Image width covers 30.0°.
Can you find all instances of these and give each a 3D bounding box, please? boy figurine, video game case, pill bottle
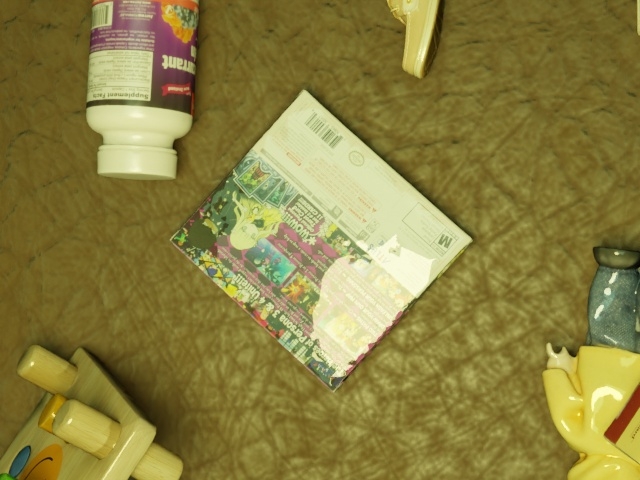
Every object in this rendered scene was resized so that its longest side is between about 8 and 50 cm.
[{"bbox_3d":[0.300,0.152,1.146,0.177,0.092,0.285,7,89,7],"label":"boy figurine"},{"bbox_3d":[0.000,0.000,1.214,0.232,0.042,0.210,42,93,7],"label":"video game case"},{"bbox_3d":[-0.181,-0.161,1.211,0.108,0.108,0.193,3,88,7],"label":"pill bottle"}]

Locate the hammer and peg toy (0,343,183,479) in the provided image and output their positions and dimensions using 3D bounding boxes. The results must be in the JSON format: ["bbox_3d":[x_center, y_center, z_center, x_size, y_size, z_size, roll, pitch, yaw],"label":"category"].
[{"bbox_3d":[-0.298,0.282,1.129,0.127,0.266,0.361,36,86,-25],"label":"hammer and peg toy"}]

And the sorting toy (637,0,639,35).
[{"bbox_3d":[0.359,-0.236,1.192,0.083,0.012,0.062,-1,87,8],"label":"sorting toy"}]

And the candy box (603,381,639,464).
[{"bbox_3d":[0.437,0.192,1.076,0.316,0.087,0.183,34,92,-14],"label":"candy box"}]

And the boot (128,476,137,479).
[{"bbox_3d":[-0.038,0.470,1.160,0.445,0.146,0.366,20,92,3],"label":"boot"}]

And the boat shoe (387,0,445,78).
[{"bbox_3d":[0.095,-0.247,1.206,0.059,0.063,0.170,7,79,10],"label":"boat shoe"}]
